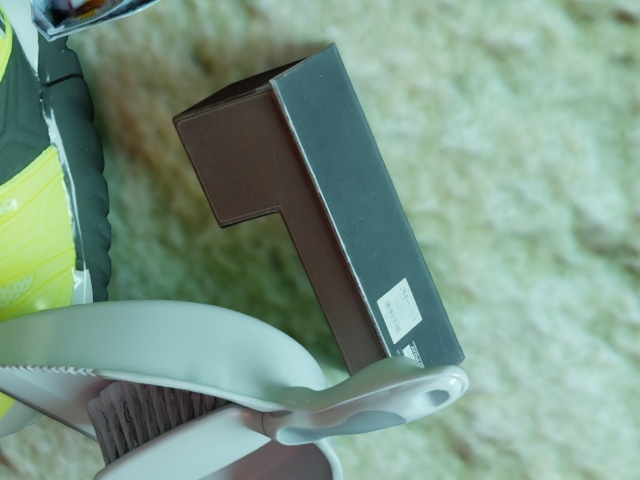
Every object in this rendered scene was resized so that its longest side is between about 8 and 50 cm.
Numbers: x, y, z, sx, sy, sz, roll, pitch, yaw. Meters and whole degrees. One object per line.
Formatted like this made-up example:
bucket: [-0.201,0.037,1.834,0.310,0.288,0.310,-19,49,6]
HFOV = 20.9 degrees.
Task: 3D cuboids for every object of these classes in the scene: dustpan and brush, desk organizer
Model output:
dustpan and brush: [-0.028,0.060,0.608,0.147,0.060,0.211,33,137,-32]
desk organizer: [0.000,0.000,0.638,0.050,0.047,0.130,-15,104,35]

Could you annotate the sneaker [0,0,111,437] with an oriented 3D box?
sneaker: [-0.191,-0.091,0.639,0.145,0.147,0.385,-5,111,28]

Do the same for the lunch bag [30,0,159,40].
lunch bag: [-0.062,-0.111,0.606,0.053,0.071,0.083,41,123,2]
